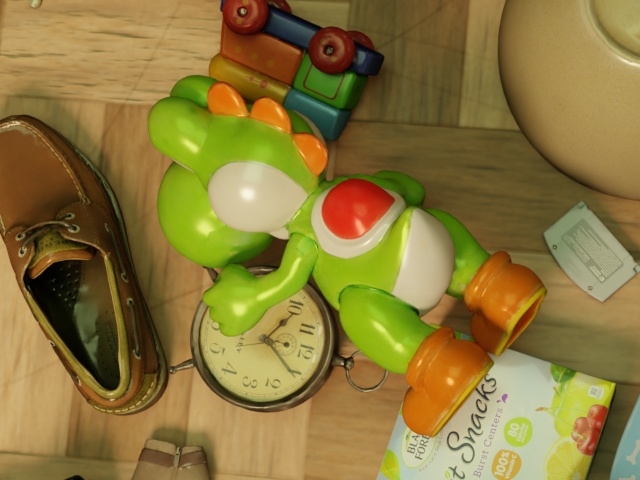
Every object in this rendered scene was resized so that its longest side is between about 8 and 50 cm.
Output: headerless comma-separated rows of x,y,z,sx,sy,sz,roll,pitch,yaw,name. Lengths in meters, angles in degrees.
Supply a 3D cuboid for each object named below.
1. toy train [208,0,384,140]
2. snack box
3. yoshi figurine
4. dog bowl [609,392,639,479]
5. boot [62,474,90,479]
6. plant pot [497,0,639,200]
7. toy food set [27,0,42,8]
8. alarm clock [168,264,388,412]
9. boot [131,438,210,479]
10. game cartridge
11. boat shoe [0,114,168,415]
-0.080,-0.162,1.801,0.248,0.105,0.143,25,98,11,toy train
0.145,0.198,1.720,0.174,0.070,0.207,19,82,11,snack box
-0.001,0.007,1.689,0.362,0.203,0.203,38,104,7,yoshi figurine
0.329,0.117,1.667,0.074,0.166,0.297,23,85,23,dog bowl
-0.297,0.318,1.693,0.207,0.094,0.246,-11,44,21,boot
0.292,-0.188,1.700,0.284,0.191,0.284,-1,81,7,plant pot
-0.356,-0.285,1.882,0.192,0.038,0.132,2,81,8,toy food set
-0.030,0.095,1.764,0.192,0.064,0.129,16,83,12,alarm clock
-0.157,0.223,1.777,0.118,0.042,0.087,3,75,7,boot
0.241,0.012,1.764,0.056,0.017,0.083,-39,78,-3,game cartridge
-0.226,0.011,1.783,0.110,0.104,0.307,-31,78,2,boat shoe
